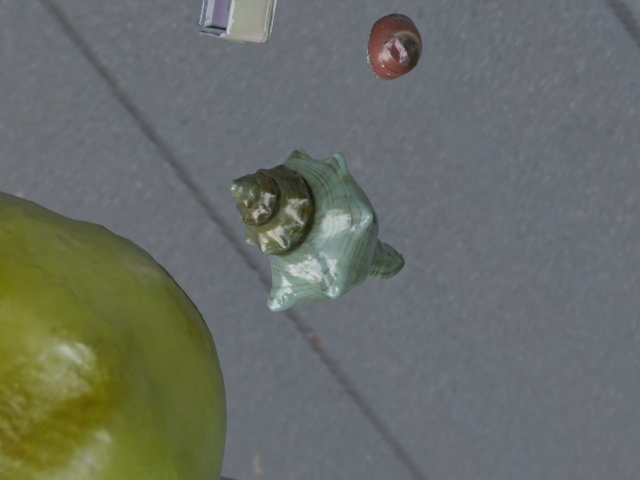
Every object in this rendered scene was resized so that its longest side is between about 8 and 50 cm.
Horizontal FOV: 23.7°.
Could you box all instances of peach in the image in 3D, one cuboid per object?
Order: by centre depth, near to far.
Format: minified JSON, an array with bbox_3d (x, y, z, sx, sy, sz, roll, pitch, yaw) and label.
[{"bbox_3d":[-0.226,0.131,0.983,0.316,0.314,0.281,40,160,-10],"label":"peach"}]

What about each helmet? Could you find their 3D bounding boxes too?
[{"bbox_3d":[0.090,-0.218,1.775,0.065,0.049,0.084,-7,119,-16],"label":"helmet"}]

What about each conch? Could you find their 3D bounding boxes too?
[{"bbox_3d":[0.000,0.003,1.351,0.234,0.137,0.114,48,163,-32],"label":"conch"}]

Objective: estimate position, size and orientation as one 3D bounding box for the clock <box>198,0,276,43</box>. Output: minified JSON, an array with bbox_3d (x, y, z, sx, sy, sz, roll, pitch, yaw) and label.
[{"bbox_3d":[-0.108,-0.341,2.055,0.071,0.192,0.146,7,97,-15],"label":"clock"}]

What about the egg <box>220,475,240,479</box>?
[{"bbox_3d":[-0.074,0.255,1.145,0.141,0.141,0.182,-24,131,33],"label":"egg"}]
